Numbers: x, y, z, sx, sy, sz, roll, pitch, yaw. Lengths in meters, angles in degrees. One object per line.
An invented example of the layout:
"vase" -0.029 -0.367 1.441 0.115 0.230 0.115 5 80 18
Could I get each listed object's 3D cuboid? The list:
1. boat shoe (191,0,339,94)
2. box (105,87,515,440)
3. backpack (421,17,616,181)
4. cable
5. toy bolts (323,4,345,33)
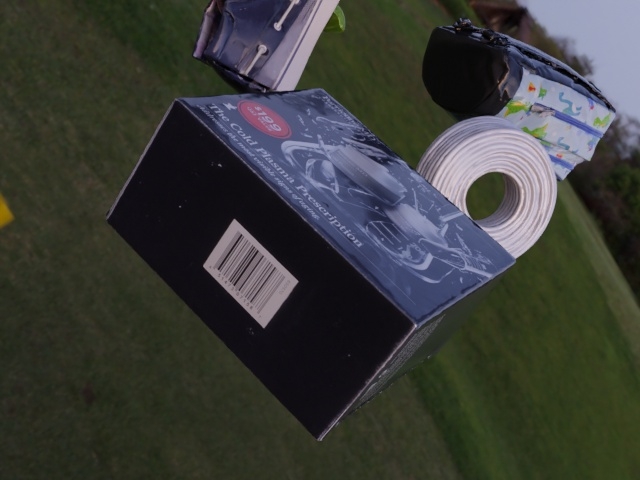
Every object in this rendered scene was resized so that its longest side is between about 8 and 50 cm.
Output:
"boat shoe" -0.069 -0.382 1.394 0.158 0.341 0.127 27 -9 -31
"box" 0.000 0.000 1.034 0.343 0.179 0.312 43 27 14
"backpack" 0.404 -0.269 1.788 0.355 0.273 0.290 3 21 -26
"cable" 0.273 -0.077 1.524 0.089 0.257 0.257 -133 -146 -64
"toy bolts" -0.065 -0.522 1.789 0.228 0.159 0.218 16 -3 -39
